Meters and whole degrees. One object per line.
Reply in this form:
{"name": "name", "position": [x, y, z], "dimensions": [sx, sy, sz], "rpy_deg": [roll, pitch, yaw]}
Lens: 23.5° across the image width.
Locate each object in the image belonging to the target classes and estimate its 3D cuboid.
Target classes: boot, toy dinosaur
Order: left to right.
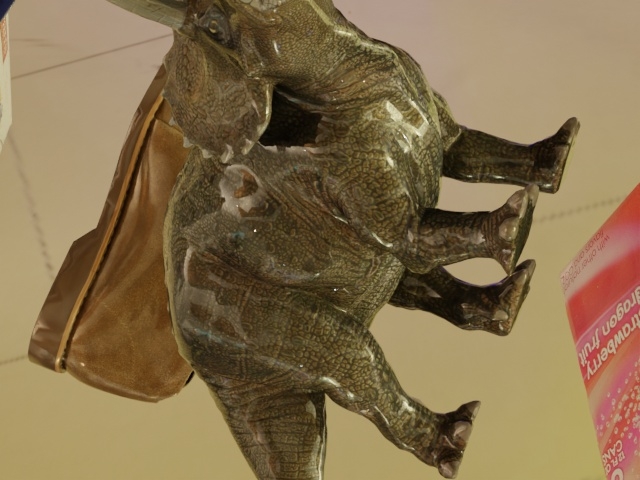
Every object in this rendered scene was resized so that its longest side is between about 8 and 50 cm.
{"name": "boot", "position": [-0.086, -0.034, 1.054], "dimensions": [0.115, 0.112, 0.305], "rpy_deg": [23, 94, 6]}
{"name": "toy dinosaur", "position": [0.000, 0.000, 0.595], "dimensions": [0.160, 0.121, 0.313], "rpy_deg": [21, 135, 12]}

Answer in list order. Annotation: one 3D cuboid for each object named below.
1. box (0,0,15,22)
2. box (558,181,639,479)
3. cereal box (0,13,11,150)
{"name": "box", "position": [-0.311, -0.152, 1.146], "dimensions": [0.036, 0.225, 0.136], "rpy_deg": [41, 74, -34]}
{"name": "box", "position": [0.251, 0.002, 0.687], "dimensions": [0.142, 0.154, 0.300], "rpy_deg": [11, 140, -22]}
{"name": "cereal box", "position": [-0.340, -0.106, 1.463], "dimensions": [0.047, 0.240, 0.173], "rpy_deg": [8, 133, -2]}
